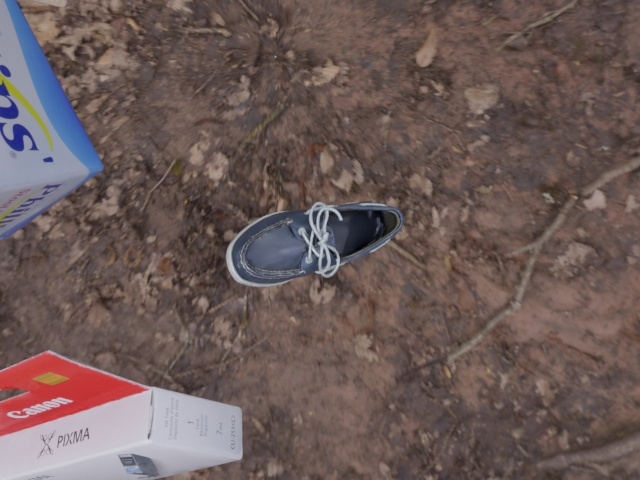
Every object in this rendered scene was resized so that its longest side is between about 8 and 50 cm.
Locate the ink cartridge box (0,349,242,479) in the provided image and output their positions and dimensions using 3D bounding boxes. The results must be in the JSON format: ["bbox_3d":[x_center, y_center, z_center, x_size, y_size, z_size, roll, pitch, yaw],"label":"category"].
[{"bbox_3d":[-0.281,0.219,0.874,0.296,0.066,0.261,-22,146,33],"label":"ink cartridge box"}]

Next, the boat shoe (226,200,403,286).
[{"bbox_3d":[0.000,0.000,1.003,0.254,0.079,0.095,-10,90,-37],"label":"boat shoe"}]

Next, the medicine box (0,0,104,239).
[{"bbox_3d":[-0.355,-0.117,0.584,0.149,0.289,0.264,-28,90,26],"label":"medicine box"}]

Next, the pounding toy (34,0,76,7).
[{"bbox_3d":[-0.318,-0.390,0.969,0.206,0.094,0.181,12,114,-8],"label":"pounding toy"}]
